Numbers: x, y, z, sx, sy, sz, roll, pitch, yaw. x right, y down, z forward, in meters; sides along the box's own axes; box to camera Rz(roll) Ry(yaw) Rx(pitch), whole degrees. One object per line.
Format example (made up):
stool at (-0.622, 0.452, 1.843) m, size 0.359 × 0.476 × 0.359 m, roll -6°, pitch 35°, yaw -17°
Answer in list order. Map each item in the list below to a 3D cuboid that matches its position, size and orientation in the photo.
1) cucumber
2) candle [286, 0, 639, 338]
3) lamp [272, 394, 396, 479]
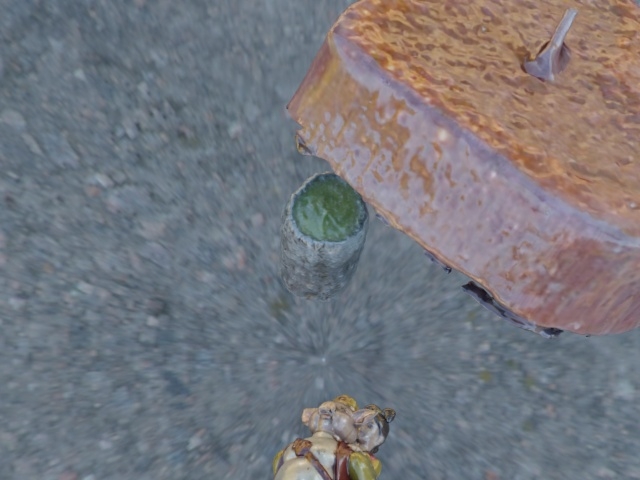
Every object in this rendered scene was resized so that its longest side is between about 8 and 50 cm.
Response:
cucumber at (0.000, -0.001, 1.091) m, size 0.064 × 0.112 × 0.064 m, roll 3°, pitch 64°, yaw -6°
candle at (0.125, -0.098, 1.044) m, size 0.287 × 0.131 × 0.317 m, roll 11°, pitch 43°, yaw -19°
lamp at (0.008, 0.231, 1.491) m, size 0.118 × 0.118 × 0.253 m, roll 28°, pitch 53°, yaw 2°
